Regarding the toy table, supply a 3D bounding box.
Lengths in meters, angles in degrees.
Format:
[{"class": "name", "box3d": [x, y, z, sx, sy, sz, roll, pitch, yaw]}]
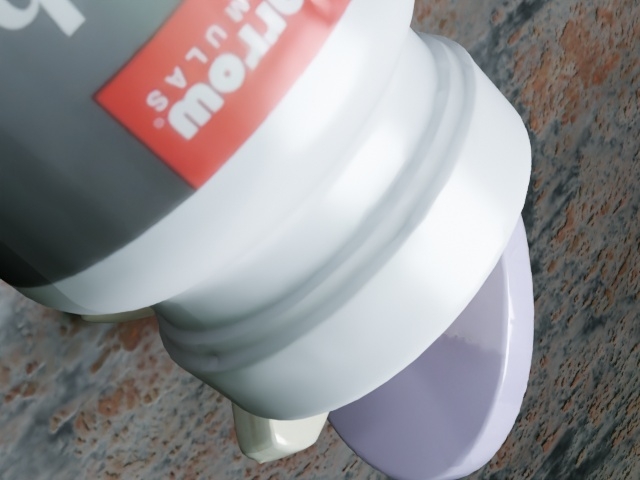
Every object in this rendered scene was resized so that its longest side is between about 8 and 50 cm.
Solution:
[{"class": "toy table", "box3d": [0.000, 0.000, 0.760, 0.161, 0.274, 0.252, 8, 141, -47]}]

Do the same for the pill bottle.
[{"class": "pill bottle", "box3d": [-0.097, -0.105, 0.488, 0.363, 0.210, 0.210, 42, 74, -27]}]
